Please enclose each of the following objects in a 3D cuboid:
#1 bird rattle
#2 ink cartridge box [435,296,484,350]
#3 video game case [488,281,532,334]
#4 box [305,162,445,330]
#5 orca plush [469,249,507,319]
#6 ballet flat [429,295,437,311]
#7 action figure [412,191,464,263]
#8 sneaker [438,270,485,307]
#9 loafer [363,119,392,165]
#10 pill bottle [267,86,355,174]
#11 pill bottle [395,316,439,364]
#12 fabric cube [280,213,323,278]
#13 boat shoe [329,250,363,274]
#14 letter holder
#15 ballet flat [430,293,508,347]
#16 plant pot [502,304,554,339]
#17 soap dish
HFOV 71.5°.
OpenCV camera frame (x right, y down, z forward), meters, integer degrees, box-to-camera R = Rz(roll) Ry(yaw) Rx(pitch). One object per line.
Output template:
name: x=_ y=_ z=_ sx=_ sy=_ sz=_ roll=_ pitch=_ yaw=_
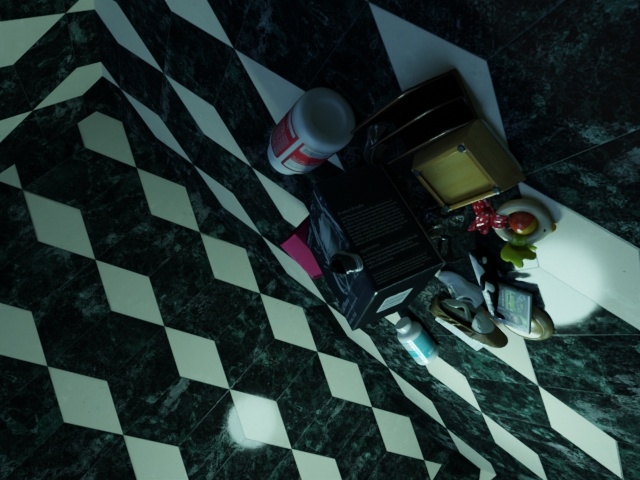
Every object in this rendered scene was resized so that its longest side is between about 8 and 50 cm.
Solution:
bird rattle: x=0.605 y=-0.056 z=1.392 sx=0.253 sy=0.143 sz=0.207 roll=49 pitch=135 yaw=-3
ink cartridge box: x=0.671 y=0.368 z=2.008 sx=0.239 sy=0.060 sz=0.275 roll=36 pitch=154 yaw=13
video game case: x=0.727 y=0.255 z=1.713 sx=0.173 sy=0.022 sz=0.190 roll=23 pitch=135 yaw=47
box: x=0.179 y=0.038 z=1.763 sx=0.480 sy=0.298 sz=0.471 roll=102 pitch=145 yaw=-62
orca plush: x=0.644 y=0.155 z=1.647 sx=0.102 sy=0.151 sz=0.287 roll=-18 pitch=93 yaw=20
ballet flat: x=0.560 y=0.299 z=2.098 sx=0.049 sy=0.057 sz=0.173 roll=2 pitch=154 yaw=-6
action figure: x=0.427 y=-0.056 z=1.611 sx=0.164 sy=0.141 sz=0.275 roll=-5 pitch=103 yaw=69
sneaker: x=0.574 y=0.204 z=1.848 sx=0.212 sy=0.094 sz=0.080 roll=29 pitch=153 yaw=30
loafer: x=0.204 y=-0.340 z=1.552 sx=0.078 sy=0.080 sz=0.220 roll=33 pitch=154 yaw=24
pill bottle: x=-0.057 y=-0.390 z=1.692 sx=0.229 sy=0.229 sz=0.408 roll=48 pitch=155 yaw=-11
pill bottle: x=0.517 y=0.539 z=2.414 sx=0.264 sy=0.146 sz=0.146 roll=52 pitch=155 yaw=-16
fabric cube: x=0.000 y=0.000 z=2.200 sx=0.259 sy=0.258 sz=0.254 roll=47 pitch=157 yaw=-7
boat shoe: x=0.067 y=0.086 z=1.524 sx=0.228 sy=0.076 sz=0.080 roll=5 pitch=113 yaw=69
letter holder: x=0.253 y=-0.332 z=1.288 sx=0.152 sy=0.214 sz=0.302 roll=64 pitch=153 yaw=-3
ballet flat: x=0.612 y=0.321 z=1.842 sx=0.342 sy=0.116 sz=0.124 roll=31 pitch=145 yaw=37
plant pot: x=0.800 y=0.319 z=1.765 sx=0.236 sy=0.032 sz=0.236 roll=34 pitch=155 yaw=19
soap dish: x=0.434 y=-0.215 z=1.358 sx=0.229 sy=0.118 sz=0.291 roll=48 pitch=154 yaw=-9
